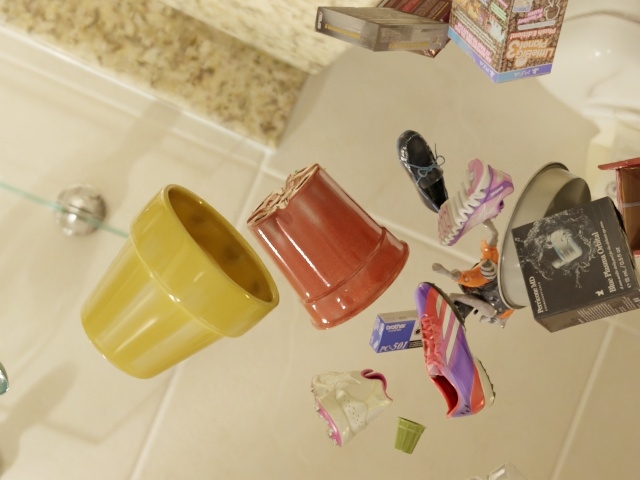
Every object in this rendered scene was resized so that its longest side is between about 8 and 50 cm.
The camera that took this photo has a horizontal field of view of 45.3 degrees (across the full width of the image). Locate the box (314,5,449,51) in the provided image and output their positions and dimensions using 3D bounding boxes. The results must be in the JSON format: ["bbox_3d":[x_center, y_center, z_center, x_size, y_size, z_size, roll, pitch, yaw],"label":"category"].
[{"bbox_3d":[0.132,-0.453,1.636,0.231,0.056,0.183,-16,-145,-41],"label":"box"}]

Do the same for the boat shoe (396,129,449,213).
[{"bbox_3d":[0.278,-0.172,1.940,0.258,0.109,0.089,52,175,-38],"label":"boat shoe"}]

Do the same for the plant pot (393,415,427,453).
[{"bbox_3d":[0.223,0.505,1.980,0.083,0.079,0.083,20,173,3],"label":"plant pot"}]

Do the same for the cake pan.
[{"bbox_3d":[0.430,-0.001,1.446,0.054,0.293,0.293,20,177,37],"label":"cake pan"}]

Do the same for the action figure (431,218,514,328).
[{"bbox_3d":[0.429,0.146,2.095,0.178,0.341,0.330,25,161,47],"label":"action figure"}]

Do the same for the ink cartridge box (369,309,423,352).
[{"bbox_3d":[0.233,0.231,1.989,0.207,0.097,0.046,-3,-148,-28],"label":"ink cartridge box"}]

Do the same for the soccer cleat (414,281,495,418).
[{"bbox_3d":[0.275,0.244,1.730,0.116,0.318,0.109,-18,164,-24],"label":"soccer cleat"}]

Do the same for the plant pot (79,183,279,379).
[{"bbox_3d":[-0.234,0.081,1.200,0.254,0.239,0.254,47,-172,-9],"label":"plant pot"}]

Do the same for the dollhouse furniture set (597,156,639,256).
[{"bbox_3d":[0.775,-0.068,1.584,0.373,0.201,0.152,-2,178,-22],"label":"dollhouse furniture set"}]

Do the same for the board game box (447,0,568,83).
[{"bbox_3d":[0.399,-0.523,1.625,0.141,0.291,0.232,-13,-135,-15],"label":"board game box"}]

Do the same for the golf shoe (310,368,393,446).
[{"bbox_3d":[0.060,0.294,1.439,0.115,0.140,0.306,61,177,-4],"label":"golf shoe"}]

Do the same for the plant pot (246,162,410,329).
[{"bbox_3d":[0.000,0.000,1.617,0.265,0.272,0.272,48,170,-15],"label":"plant pot"}]

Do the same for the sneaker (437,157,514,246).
[{"bbox_3d":[0.320,-0.065,1.586,0.104,0.095,0.236,9,139,-17],"label":"sneaker"}]

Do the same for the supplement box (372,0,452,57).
[{"bbox_3d":[0.225,-0.539,1.895,0.239,0.130,0.073,32,165,46],"label":"supplement box"}]

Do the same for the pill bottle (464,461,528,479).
[{"bbox_3d":[0.286,0.563,1.492,0.160,0.283,0.160,46,-163,-18],"label":"pill bottle"}]

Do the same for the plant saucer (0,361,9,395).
[{"bbox_3d":[-0.555,0.206,1.249,0.119,0.021,0.119,12,132,13],"label":"plant saucer"}]

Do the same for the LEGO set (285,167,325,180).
[{"bbox_3d":[-0.048,-0.125,1.912,0.107,0.132,0.287,6,-145,-16],"label":"LEGO set"}]

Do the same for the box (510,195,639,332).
[{"bbox_3d":[0.394,0.039,1.171,0.158,0.156,0.093,-21,152,25],"label":"box"}]
